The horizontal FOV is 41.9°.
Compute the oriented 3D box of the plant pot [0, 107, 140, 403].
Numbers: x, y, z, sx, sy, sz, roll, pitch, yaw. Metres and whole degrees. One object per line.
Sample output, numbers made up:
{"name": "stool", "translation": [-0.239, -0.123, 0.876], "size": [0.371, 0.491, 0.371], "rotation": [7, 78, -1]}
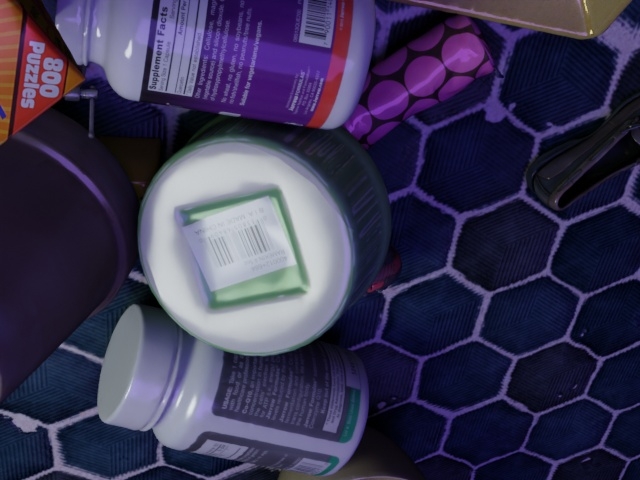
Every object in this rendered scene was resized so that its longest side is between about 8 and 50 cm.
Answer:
{"name": "plant pot", "translation": [-0.393, 0.041, 0.940], "size": [0.323, 0.280, 0.323], "rotation": [4, 130, 5]}

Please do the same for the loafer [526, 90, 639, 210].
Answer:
{"name": "loafer", "translation": [0.428, -0.127, 1.191], "size": [0.267, 0.084, 0.096], "rotation": [-32, 127, 11]}

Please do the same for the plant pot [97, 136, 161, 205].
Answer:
{"name": "plant pot", "translation": [-0.242, -0.076, 1.063], "size": [0.081, 0.083, 0.081], "rotation": [0, 125, -14]}

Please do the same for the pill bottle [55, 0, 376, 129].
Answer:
{"name": "pill bottle", "translation": [-0.114, -0.230, 0.911], "size": [0.323, 0.181, 0.181], "rotation": [7, 124, -13]}

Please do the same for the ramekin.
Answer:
{"name": "ramekin", "translation": [-0.073, -0.008, 1.022], "size": [0.303, 0.148, 0.303], "rotation": [4, 108, 13]}

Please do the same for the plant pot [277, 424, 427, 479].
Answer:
{"name": "plant pot", "translation": [0.041, 0.422, 1.441], "size": [0.284, 0.191, 0.284], "rotation": [-7, 128, -9]}

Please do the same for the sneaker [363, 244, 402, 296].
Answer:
{"name": "sneaker", "translation": [0.000, 0.000, 1.171], "size": [0.276, 0.098, 0.135], "rotation": [10, 125, -19]}

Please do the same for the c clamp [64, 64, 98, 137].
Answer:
{"name": "c clamp", "translation": [-0.326, -0.183, 0.934], "size": [0.160, 0.137, 0.022], "rotation": [6, 148, -11]}

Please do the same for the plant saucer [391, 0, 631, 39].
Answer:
{"name": "plant saucer", "translation": [0.207, -0.357, 0.865], "size": [0.332, 0.081, 0.333], "rotation": [10, 160, -6]}

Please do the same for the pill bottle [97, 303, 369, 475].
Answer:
{"name": "pill bottle", "translation": [-0.126, 0.219, 1.238], "size": [0.361, 0.204, 0.204], "rotation": [19, 120, -26]}

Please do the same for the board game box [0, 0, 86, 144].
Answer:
{"name": "board game box", "translation": [-0.472, -0.210, 0.684], "size": [0.356, 0.356, 0.356], "rotation": [-38, 127, -2]}

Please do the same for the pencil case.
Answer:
{"name": "pencil case", "translation": [0.118, -0.196, 1.063], "size": [0.209, 0.095, 0.098], "rotation": [-29, 165, 10]}
